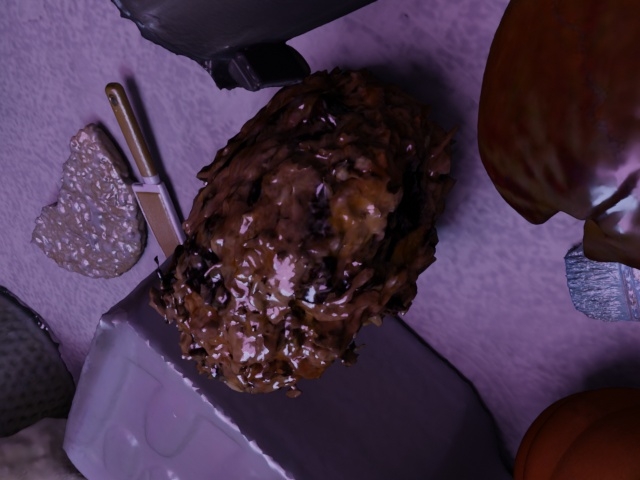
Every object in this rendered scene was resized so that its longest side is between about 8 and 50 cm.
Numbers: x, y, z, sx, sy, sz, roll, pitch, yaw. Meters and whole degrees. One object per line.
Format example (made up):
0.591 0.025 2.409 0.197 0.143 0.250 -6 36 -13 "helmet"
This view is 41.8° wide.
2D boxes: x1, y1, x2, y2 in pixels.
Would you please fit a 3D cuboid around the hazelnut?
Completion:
0.209 -0.074 0.452 0.251 0.217 0.217 29 134 19 "hazelnut"

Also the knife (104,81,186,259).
-0.181 -0.054 0.901 0.046 0.022 0.256 3 127 29 "knife"

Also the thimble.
-0.509 0.211 1.258 0.270 0.150 0.271 20 131 25 "thimble"

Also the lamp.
0.245 0.220 0.645 0.223 0.196 0.223 61 171 17 "lamp"

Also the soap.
-0.031 0.229 0.859 0.435 0.213 0.350 41 135 4 "soap"

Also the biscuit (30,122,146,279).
-0.265 -0.021 0.985 0.133 0.032 0.250 44 136 1 "biscuit"

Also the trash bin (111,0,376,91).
0.012 -0.242 0.487 0.301 0.202 0.252 -14 93 44 "trash bin"

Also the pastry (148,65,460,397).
0.000 0.000 0.654 0.193 0.275 0.274 38 142 -25 "pastry"

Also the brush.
0.278 0.033 0.613 0.196 0.021 0.070 -1 119 36 "brush"

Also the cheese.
-0.382 0.354 1.161 0.318 0.326 0.115 90 161 -50 "cheese"
